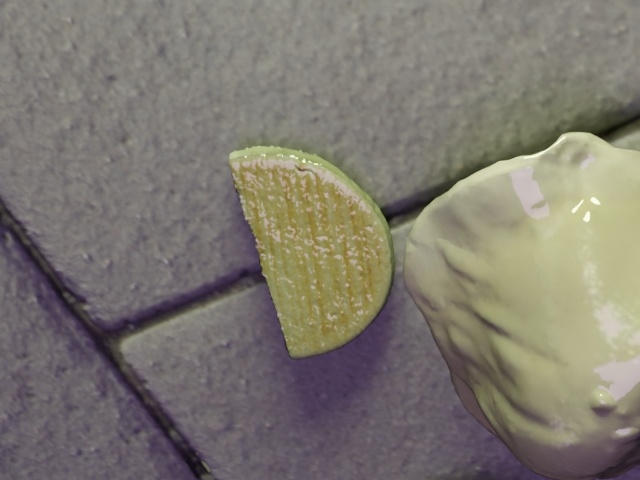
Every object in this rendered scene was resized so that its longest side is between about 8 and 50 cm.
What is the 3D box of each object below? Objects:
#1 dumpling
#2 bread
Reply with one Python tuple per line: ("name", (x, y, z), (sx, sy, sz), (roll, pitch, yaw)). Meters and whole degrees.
("dumpling", (0.170, 0.064, 1.287), (0.243, 0.187, 0.318), (25, 128, -6))
("bread", (0.005, 0.002, 1.385), (0.112, 0.036, 0.193), (-11, 115, 15))
